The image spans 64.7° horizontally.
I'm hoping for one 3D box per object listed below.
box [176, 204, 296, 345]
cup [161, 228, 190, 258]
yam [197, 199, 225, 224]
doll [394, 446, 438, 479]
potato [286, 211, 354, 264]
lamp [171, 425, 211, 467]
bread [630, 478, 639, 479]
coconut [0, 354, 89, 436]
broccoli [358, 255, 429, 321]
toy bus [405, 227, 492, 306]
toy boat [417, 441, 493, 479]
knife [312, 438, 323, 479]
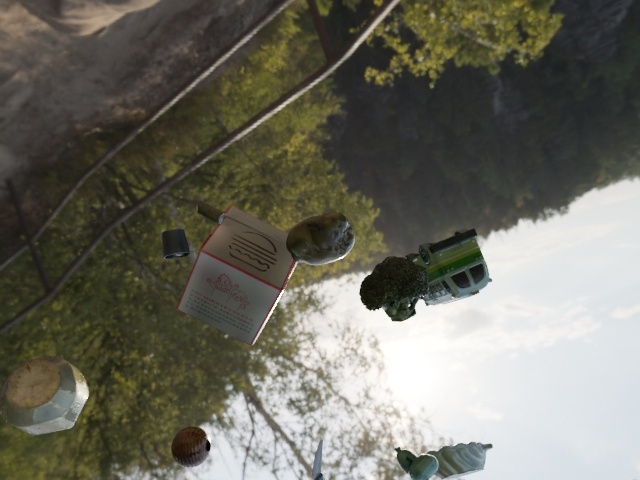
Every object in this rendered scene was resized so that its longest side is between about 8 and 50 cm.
[{"bbox_3d":[-0.276,0.121,1.770,0.312,0.315,0.300,-60,-175,34],"label":"box"},{"bbox_3d":[-0.443,0.013,1.540,0.078,0.077,0.100,-9,169,-16],"label":"cup"},{"bbox_3d":[-0.329,-0.084,1.508,0.043,0.094,0.043,-59,170,-18],"label":"yam"},{"bbox_3d":[0.199,0.462,0.951,0.059,0.158,0.159,-31,-130,-29],"label":"doll"},{"bbox_3d":[0.000,-0.003,1.502,0.201,0.154,0.137,-24,-160,14],"label":"potato"},{"bbox_3d":[-0.440,0.704,1.725,0.137,0.136,0.136,-20,-178,1],"label":"lamp"},{"bbox_3d":[0.956,0.791,1.462,0.141,0.148,0.134,21,-170,19],"label":"bread"},{"bbox_3d":[-0.586,0.333,1.079,0.161,0.161,0.162,-21,148,-21],"label":"coconut"},{"bbox_3d":[0.152,0.101,1.071,0.162,0.137,0.146,-7,-167,20],"label":"broccoli"},{"bbox_3d":[0.320,0.081,1.313,0.134,0.164,0.276,-21,170,-10],"label":"toy bus"},{"bbox_3d":[0.478,0.773,1.776,0.291,0.100,0.199,1,146,-25],"label":"toy boat"},{"bbox_3d":[-0.008,0.759,1.655,0.032,0.243,0.058,18,-151,37],"label":"knife"}]
